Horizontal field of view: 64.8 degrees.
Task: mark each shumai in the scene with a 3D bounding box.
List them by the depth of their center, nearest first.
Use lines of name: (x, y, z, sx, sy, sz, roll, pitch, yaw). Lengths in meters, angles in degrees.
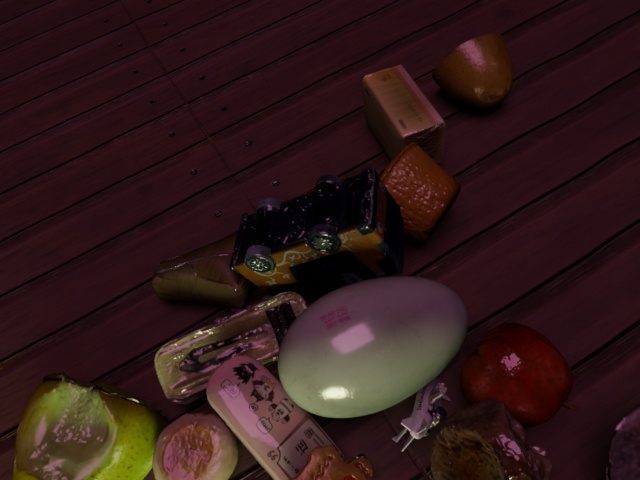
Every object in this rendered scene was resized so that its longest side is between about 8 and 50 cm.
shumai: (0.298, 0.345, 0.802, 0.185, 0.218, 0.184, 2, 46, -17)

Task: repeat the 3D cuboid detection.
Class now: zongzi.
zongzi: (-0.242, 0.030, 1.145, 0.227, 0.115, 0.256, 3, 53, 15)

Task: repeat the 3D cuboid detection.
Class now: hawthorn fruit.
hawthorn fruit: (0.357, 0.248, 0.889, 0.200, 0.179, 0.179, 34, 68, 9)

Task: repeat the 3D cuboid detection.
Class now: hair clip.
hair clip: (-0.170, 0.214, 1.028, 0.321, 0.091, 0.139, -21, 80, -8)

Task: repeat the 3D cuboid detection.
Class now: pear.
pear: (-0.458, 0.395, 0.924, 0.291, 0.159, 0.293, -4, 61, 7)

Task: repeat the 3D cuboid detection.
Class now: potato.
potato: (0.411, -0.415, 1.298, 0.203, 0.178, 0.158, -12, 71, -28)

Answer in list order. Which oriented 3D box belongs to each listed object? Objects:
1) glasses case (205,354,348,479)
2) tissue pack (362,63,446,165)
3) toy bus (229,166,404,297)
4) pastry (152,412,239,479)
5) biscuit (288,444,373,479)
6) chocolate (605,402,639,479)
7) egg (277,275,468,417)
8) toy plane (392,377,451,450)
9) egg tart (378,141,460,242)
glasses case: (-0.079, 0.342, 0.913, 0.122, 0.075, 0.314, -39, 77, -28)
tissue pack: (0.201, -0.294, 1.244, 0.125, 0.159, 0.234, -21, 58, -5)
toy bus: (0.000, 0.000, 1.015, 0.323, 0.194, 0.162, -17, 46, 28)
pastry: (-0.227, 0.395, 0.927, 0.156, 0.092, 0.157, -5, 59, 9)
biscuit: (0.050, 0.450, 0.833, 0.225, 0.036, 0.166, 43, 61, 6)
chocolate: (0.604, 0.385, 0.729, 0.303, 0.213, 0.303, -31, 30, 20)
egg: (0.099, 0.185, 0.926, 0.370, 0.230, 0.230, -21, 58, -12)
toy plane: (0.193, 0.303, 0.913, 0.065, 0.162, 0.171, 40, 34, 14)
egg tart: (0.197, -0.098, 1.108, 0.170, 0.215, 0.215, 35, 69, 14)
